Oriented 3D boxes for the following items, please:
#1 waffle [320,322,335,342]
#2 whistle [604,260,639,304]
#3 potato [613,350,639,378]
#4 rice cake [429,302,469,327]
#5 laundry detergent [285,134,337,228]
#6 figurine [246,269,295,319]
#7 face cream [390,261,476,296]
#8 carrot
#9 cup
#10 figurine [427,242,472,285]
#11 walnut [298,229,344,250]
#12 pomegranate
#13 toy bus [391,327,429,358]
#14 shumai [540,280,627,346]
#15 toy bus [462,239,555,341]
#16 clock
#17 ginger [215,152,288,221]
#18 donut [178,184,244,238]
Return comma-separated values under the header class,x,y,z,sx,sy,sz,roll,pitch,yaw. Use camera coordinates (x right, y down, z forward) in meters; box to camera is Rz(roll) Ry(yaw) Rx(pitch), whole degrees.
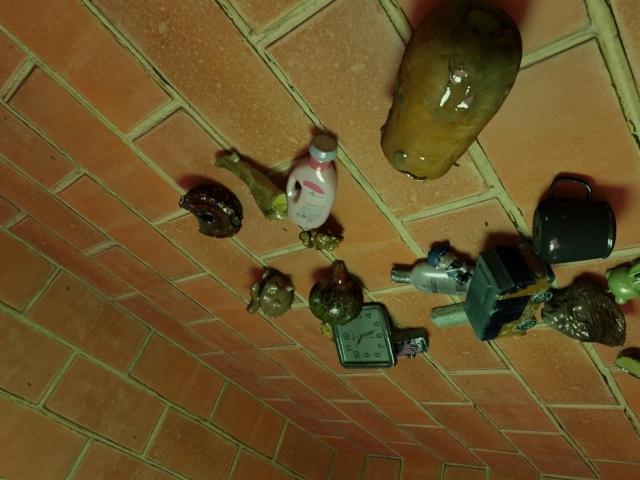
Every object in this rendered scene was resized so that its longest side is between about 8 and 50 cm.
class,x,y,z,sx,sy,sz,roll,pitch,yaw
waffle,0.130,0.433,2.087,0.261,0.056,0.250,20,144,3
whistle,0.899,0.098,1.251,0.084,0.105,0.227,6,151,-34
potato,1.096,0.418,1.581,0.096,0.066,0.103,30,157,31
rice cake,0.505,0.277,1.695,0.069,0.063,0.206,44,137,-20
laundry detergent,-0.023,-0.171,1.359,0.158,0.088,0.335,26,143,5
figurine,-0.196,0.245,1.902,0.173,0.177,0.247,35,134,11
face cream,0.388,0.131,1.556,0.290,0.071,0.144,1,137,23
carrot,0.259,-0.305,0.944,0.224,0.224,0.341,20,149,1
cup,0.640,-0.050,1.146,0.176,0.169,0.223,1,109,19
figurine,0.413,0.075,1.449,0.149,0.086,0.087,44,163,5
walnut,0.000,0.000,1.520,0.142,0.069,0.170,4,180,25
pomegranate,0.065,0.195,1.728,0.214,0.214,0.248,10,106,14
toy bus,0.330,0.445,1.927,0.261,0.109,0.091,-15,107,28
shumai,0.814,0.218,1.422,0.217,0.184,0.185,19,-179,-18
toy bus,0.565,0.163,1.389,0.193,0.162,0.324,-11,139,-3
clock,0.179,0.405,1.916,0.278,0.049,0.274,-11,93,36
ginger,-0.211,-0.171,1.427,0.294,0.086,0.131,42,152,5
donut,-0.375,-0.108,1.604,0.215,0.096,0.230,-10,134,32
